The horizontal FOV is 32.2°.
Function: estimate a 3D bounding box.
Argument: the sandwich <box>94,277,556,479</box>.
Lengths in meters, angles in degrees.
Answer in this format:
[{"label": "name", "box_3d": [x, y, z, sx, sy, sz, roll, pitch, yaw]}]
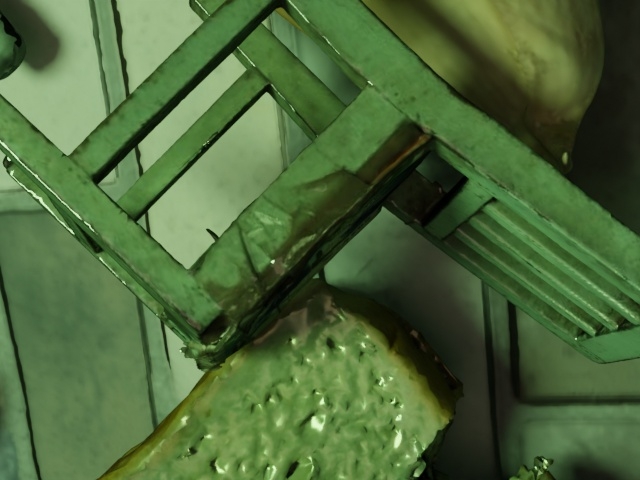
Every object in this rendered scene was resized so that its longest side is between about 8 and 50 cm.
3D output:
[{"label": "sandwich", "box_3d": [0.011, 0.180, 0.560, 0.249, 0.095, 0.273, -45, 88, -2]}]

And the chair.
[{"label": "chair", "box_3d": [0.000, 0.000, 0.460, 0.270, 0.136, 0.147, 43, 79, 1]}]

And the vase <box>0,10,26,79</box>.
[{"label": "vase", "box_3d": [-0.239, -0.165, 0.594, 0.211, 0.060, 0.060, 43, 111, 1]}]

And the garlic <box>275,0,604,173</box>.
[{"label": "garlic", "box_3d": [0.028, -0.139, 0.469, 0.145, 0.164, 0.245, -41, 100, 19]}]
